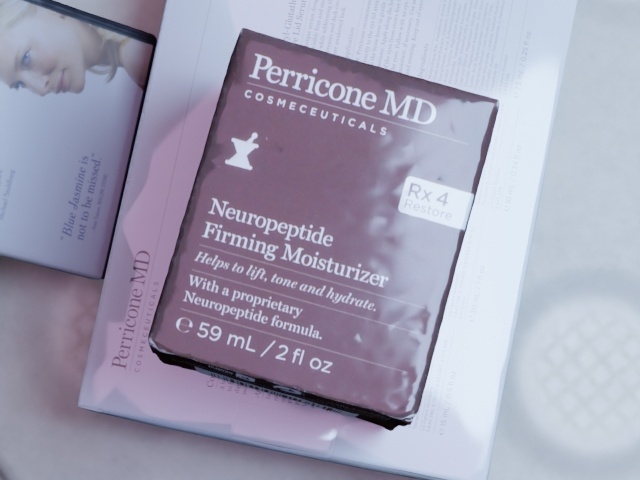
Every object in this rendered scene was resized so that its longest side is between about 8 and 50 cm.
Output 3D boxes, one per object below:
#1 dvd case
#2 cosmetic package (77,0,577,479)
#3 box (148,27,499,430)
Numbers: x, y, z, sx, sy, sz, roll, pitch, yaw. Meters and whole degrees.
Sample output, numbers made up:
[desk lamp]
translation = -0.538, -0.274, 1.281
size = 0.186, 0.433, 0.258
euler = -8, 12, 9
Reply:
[dvd case]
translation = -0.237, -0.088, 1.198
size = 0.253, 0.022, 0.180
euler = 16, 83, -34
[cosmetic package]
translation = 0.008, -0.036, 1.263
size = 0.284, 0.097, 0.377
euler = 12, 82, -3
[box]
translation = 0.000, 0.000, 1.127
size = 0.168, 0.167, 0.203
euler = 15, 83, 1
